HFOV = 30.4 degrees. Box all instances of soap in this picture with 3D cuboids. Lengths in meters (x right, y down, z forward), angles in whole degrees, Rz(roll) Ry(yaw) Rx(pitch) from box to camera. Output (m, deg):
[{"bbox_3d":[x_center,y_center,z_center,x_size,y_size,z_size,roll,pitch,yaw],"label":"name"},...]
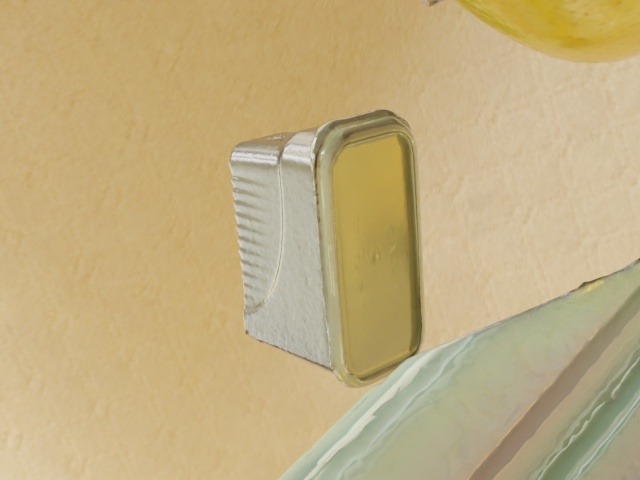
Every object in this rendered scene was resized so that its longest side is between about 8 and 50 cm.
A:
[{"bbox_3d":[0.060,0.134,0.355,0.193,0.324,0.109,47,146,4],"label":"soap"}]

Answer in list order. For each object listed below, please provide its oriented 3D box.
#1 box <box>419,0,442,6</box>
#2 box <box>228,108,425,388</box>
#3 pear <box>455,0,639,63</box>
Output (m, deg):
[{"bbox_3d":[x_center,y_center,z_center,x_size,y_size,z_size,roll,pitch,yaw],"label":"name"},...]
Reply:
[{"bbox_3d":[0.192,-0.411,1.375,0.086,0.215,0.215,45,148,25],"label":"box"},{"bbox_3d":[0.000,0.000,1.221,0.178,0.138,0.274,12,112,47],"label":"box"},{"bbox_3d":[0.150,-0.185,0.647,0.267,0.267,0.178,-20,129,12],"label":"pear"}]
